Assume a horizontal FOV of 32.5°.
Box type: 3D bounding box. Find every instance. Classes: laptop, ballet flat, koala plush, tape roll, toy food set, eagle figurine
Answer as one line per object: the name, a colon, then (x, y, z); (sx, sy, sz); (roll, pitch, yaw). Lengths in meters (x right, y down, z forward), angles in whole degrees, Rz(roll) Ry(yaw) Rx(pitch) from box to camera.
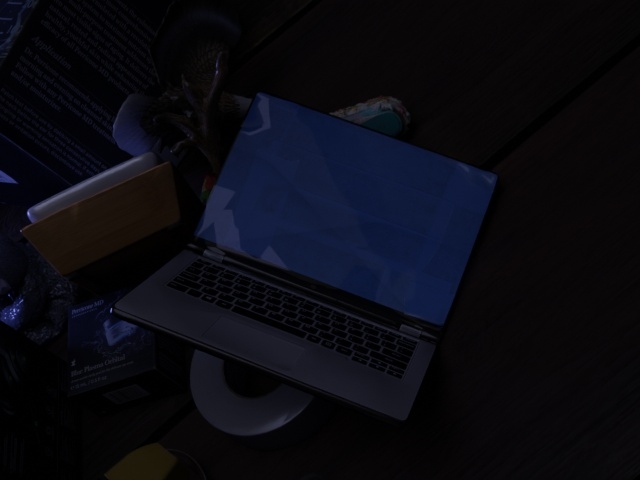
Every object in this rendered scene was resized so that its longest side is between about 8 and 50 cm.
laptop: (0.000, 0.000, 1.441); (0.382, 0.408, 0.236); (20, 110, 9)
ballet flat: (0.027, -0.165, 1.712); (0.241, 0.091, 0.077); (-13, 27, 15)
koala plush: (-0.506, 0.053, 1.753); (0.203, 0.221, 0.196); (-33, 53, 6)
tape roll: (-0.073, 0.183, 1.556); (0.219, 0.072, 0.219); (-12, 58, 20)
toy food set: (-0.158, -0.090, 1.786); (0.083, 0.020, 0.082); (-9, 59, 22)
eagle figurine: (-0.185, -0.224, 1.693); (0.226, 0.225, 0.298); (-43, 31, 15)

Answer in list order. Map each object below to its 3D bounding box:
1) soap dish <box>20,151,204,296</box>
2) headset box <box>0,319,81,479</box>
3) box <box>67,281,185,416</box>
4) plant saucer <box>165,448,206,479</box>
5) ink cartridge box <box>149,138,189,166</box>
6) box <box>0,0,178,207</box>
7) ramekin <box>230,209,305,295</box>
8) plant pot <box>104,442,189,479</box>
soap dish: (-0.290, -0.014, 1.642); (0.229, 0.291, 0.118); (-25, 79, -2)
headset box: (-0.476, 0.262, 1.581); (0.131, 0.283, 0.246); (-19, 57, 16)
box: (-0.296, 0.164, 1.666); (0.156, 0.093, 0.158); (-19, 55, 16)
plant saucer: (-0.226, 0.379, 1.547); (0.168, 0.029, 0.168); (-12, 59, 20)
ink cartridge box: (-0.275, -0.201, 1.875); (0.127, 0.072, 0.175); (26, 77, 36)
box: (-0.487, -0.327, 1.863); (0.480, 0.297, 0.472); (6, 63, 44)
ramekin: (-0.083, -0.012, 1.649); (0.207, 0.109, 0.207); (-12, 58, 21)
plant pot: (-0.230, 0.330, 1.513); (0.081, 0.081, 0.083); (31, 69, 36)
